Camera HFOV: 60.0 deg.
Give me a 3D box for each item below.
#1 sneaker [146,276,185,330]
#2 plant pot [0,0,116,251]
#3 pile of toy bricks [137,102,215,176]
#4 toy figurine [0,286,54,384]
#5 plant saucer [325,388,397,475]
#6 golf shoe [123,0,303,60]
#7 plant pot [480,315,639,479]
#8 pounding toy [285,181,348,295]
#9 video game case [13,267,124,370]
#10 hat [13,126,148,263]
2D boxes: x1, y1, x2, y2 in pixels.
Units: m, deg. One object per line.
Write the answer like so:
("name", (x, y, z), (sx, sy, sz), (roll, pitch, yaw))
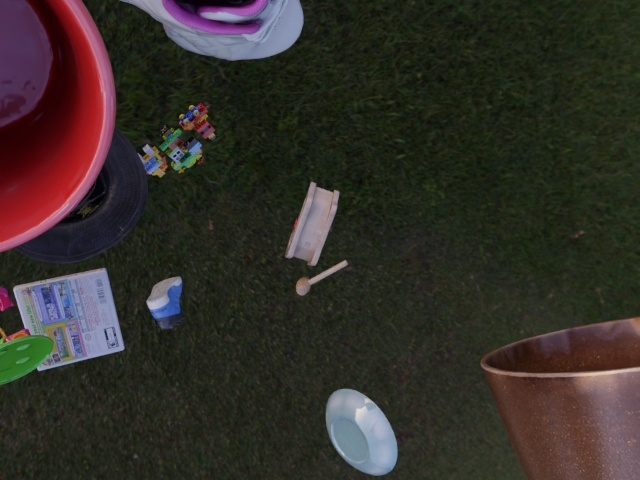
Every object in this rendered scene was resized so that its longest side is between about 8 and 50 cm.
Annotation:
("sneaker", (-0.321, 0.137, 1.181), (0.058, 0.152, 0.085), (-15, 106, 1))
("plant pot", (-0.335, -0.153, 0.492), (0.274, 0.243, 0.275), (-12, 121, -20))
("pile of toy bricks", (-0.324, -0.212, 1.318), (0.212, 0.118, 0.105), (-42, 144, 2))
("toy figurine", (-0.551, 0.143, 0.894), (0.173, 0.159, 0.130), (-21, 154, -39))
("plant saucer", (0.071, 0.406, 1.153), (0.037, 0.195, 0.195), (-21, 110, -43))
("golf shoe", (-0.080, -0.204, 0.471), (0.115, 0.140, 0.306), (-63, 160, 17))
("plant pot", (0.253, 0.184, 0.405), (0.215, 0.215, 0.231), (-10, 84, -20))
("pounding toy", (0.000, 0.000, 1.430), (0.154, 0.154, 0.270), (19, 105, -6))
("video game case", (-0.572, 0.181, 1.276), (0.193, 0.023, 0.213), (-12, 112, -18))
("hat", (-0.497, -0.109, 1.016), (0.331, 0.134, 0.331), (8, 75, -30))
